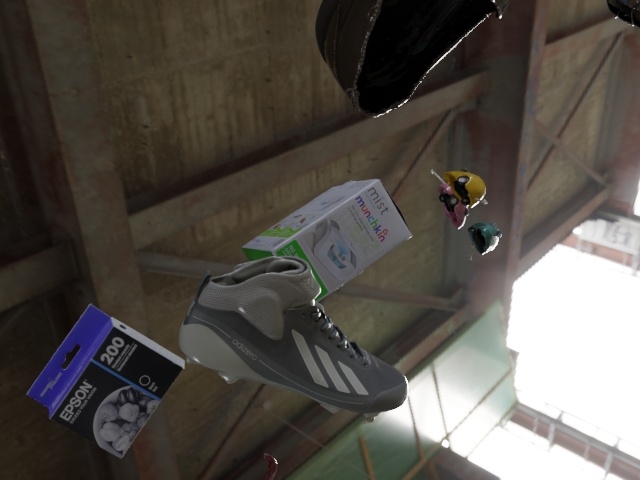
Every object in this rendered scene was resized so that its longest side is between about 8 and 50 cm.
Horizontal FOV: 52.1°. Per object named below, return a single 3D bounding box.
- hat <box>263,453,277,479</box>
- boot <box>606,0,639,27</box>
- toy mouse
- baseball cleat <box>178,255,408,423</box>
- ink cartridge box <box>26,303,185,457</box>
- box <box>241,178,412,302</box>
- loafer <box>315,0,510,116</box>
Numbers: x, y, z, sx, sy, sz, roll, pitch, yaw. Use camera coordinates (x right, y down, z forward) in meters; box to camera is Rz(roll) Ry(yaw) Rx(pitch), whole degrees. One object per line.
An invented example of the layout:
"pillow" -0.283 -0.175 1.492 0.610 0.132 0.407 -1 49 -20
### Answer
"hat" -0.055 0.318 0.789 0.173 0.208 0.184 20 -92 -25
"boot" 0.414 -0.282 0.831 0.082 0.106 0.219 42 -127 -64
"toy mouse" 0.191 -0.033 0.830 0.031 0.161 0.143 -27 -55 -6
"baseball cleat" -0.003 0.076 0.516 0.205 0.072 0.109 17 -76 -26
"ink cartridge box" -0.391 0.256 1.190 0.208 0.045 0.206 34 -91 -12
"box" 0.000 0.000 1.205 0.231 0.262 0.127 -34 -80 -15
"loafer" 0.071 -0.135 0.284 0.080 0.078 0.220 10 -38 -23
